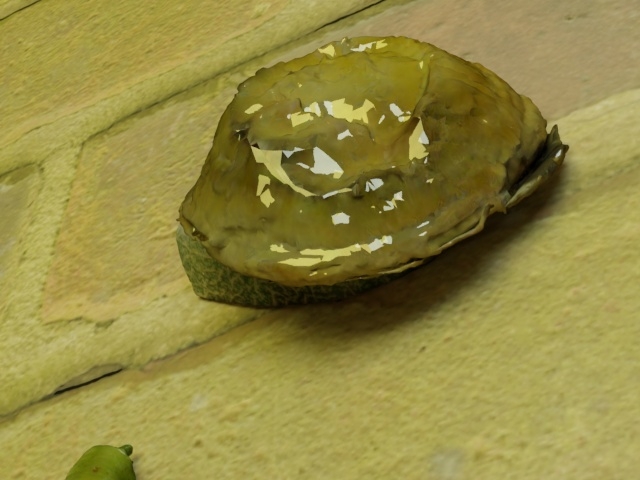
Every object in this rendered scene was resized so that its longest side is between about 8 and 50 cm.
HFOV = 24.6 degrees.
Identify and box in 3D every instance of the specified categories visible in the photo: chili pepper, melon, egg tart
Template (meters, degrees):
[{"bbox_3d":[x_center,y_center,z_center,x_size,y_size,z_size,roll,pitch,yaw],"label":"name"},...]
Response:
[{"bbox_3d":[-0.166,0.194,0.839,0.049,0.043,0.208,18,58,35],"label":"chili pepper"},{"bbox_3d":[-0.007,0.004,0.957,0.098,0.054,0.182,-35,30,-31],"label":"melon"},{"bbox_3d":[0.024,-0.062,0.917,0.252,0.098,0.232,-14,30,0],"label":"egg tart"}]
